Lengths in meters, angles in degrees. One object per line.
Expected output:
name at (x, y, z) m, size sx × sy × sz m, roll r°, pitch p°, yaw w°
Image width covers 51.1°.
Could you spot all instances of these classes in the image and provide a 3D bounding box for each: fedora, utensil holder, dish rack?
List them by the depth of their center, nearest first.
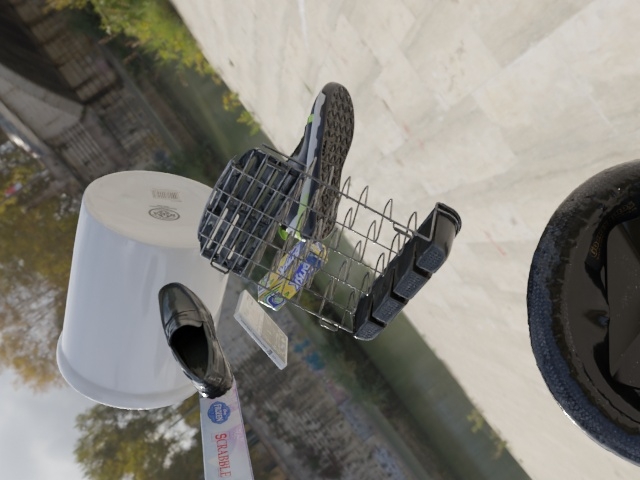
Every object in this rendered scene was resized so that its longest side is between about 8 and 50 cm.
fedora at (0.383, 0.081, 0.729) m, size 0.334 × 0.334 × 0.152 m, roll 50°, pitch -176°, yaw 24°
dish rack at (0.000, 0.000, 0.775) m, size 0.271 × 0.208 × 0.074 m, roll 27°, pitch -141°, yaw -9°
utensil holder at (-0.353, 0.095, 1.378) m, size 0.327 × 0.327 × 0.386 m, roll 47°, pitch 130°, yaw 42°

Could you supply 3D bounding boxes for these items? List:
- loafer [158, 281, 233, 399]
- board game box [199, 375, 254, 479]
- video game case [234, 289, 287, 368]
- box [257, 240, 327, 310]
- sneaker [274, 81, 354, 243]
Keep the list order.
loafer at (-0.202, 0.143, 1.039) m, size 0.223 × 0.076 × 0.078 m, roll 55°, pitch 177°, yaw 36°
board game box at (-0.136, 0.419, 1.016) m, size 0.319 × 0.065 × 0.318 m, roll -129°, pitch 35°, yaw -72°
video game case at (-0.143, 0.214, 1.640) m, size 0.173 × 0.022 × 0.190 m, roll 50°, pitch -175°, yaw -10°
box at (-0.060, 0.067, 1.400) m, size 0.054 × 0.169 × 0.059 m, roll 31°, pitch -153°, yaw -27°
sneaker at (-0.023, -0.107, 0.934) m, size 0.097 × 0.235 × 0.084 m, roll 20°, pitch -163°, yaw 30°
